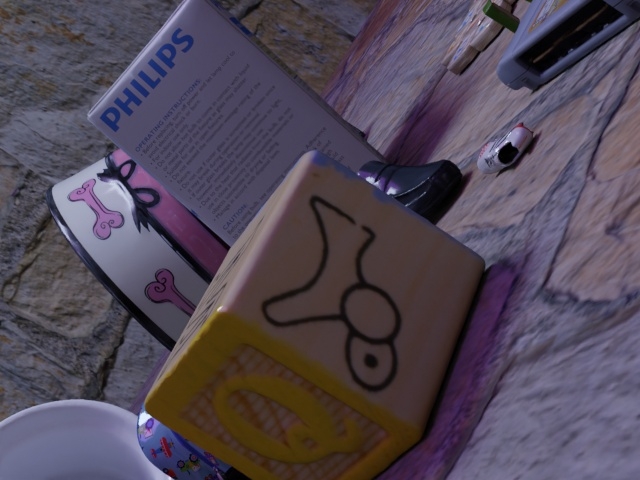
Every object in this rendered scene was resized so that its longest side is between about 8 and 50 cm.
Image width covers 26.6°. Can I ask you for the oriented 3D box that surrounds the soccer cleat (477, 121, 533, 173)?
[{"bbox_3d":[0.172,-0.082,1.289,0.083,0.029,0.035,-40,14,53],"label":"soccer cleat"}]

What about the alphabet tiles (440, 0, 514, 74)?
[{"bbox_3d":[0.264,-0.361,1.901,0.284,0.021,0.278,-62,9,-30],"label":"alphabet tiles"}]

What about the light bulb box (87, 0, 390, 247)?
[{"bbox_3d":[-0.099,-0.141,1.885,0.225,0.361,0.358,-48,5,5],"label":"light bulb box"}]

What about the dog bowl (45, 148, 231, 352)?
[{"bbox_3d":[-0.199,0.022,1.962,0.150,0.408,0.408,-43,9,5],"label":"dog bowl"}]

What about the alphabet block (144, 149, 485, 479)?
[{"bbox_3d":[-0.004,0.080,1.141,0.193,0.192,0.197,-52,8,48],"label":"alphabet block"}]

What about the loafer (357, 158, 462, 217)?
[{"bbox_3d":[0.072,-0.053,1.516,0.076,0.078,0.223,-43,12,-32],"label":"loafer"}]

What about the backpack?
[{"bbox_3d":[-0.077,0.174,1.276,0.117,0.173,0.158,-52,8,36],"label":"backpack"}]

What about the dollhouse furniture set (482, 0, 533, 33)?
[{"bbox_3d":[0.259,-0.318,1.599,0.152,0.058,0.076,-55,8,16],"label":"dollhouse furniture set"}]

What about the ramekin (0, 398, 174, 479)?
[{"bbox_3d":[-0.307,0.346,1.661,0.135,0.277,0.277,87,-157,-47],"label":"ramekin"}]

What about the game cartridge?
[{"bbox_3d":[0.277,-0.266,1.290,0.198,0.062,0.297,-64,9,-17],"label":"game cartridge"}]

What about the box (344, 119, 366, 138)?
[{"bbox_3d":[-0.049,-0.101,2.377,0.165,0.143,0.270,-49,11,45],"label":"box"}]
